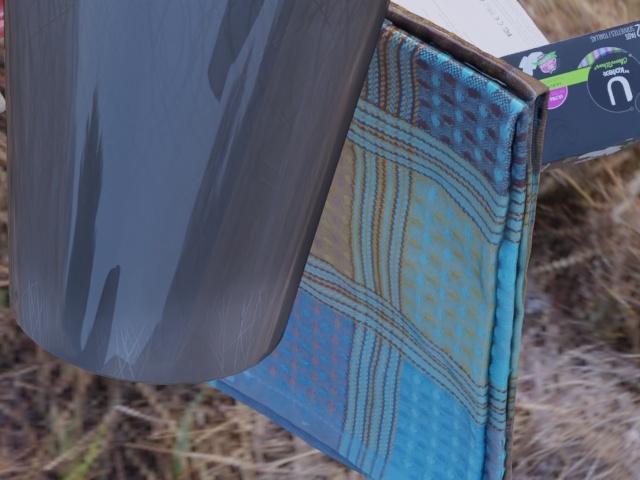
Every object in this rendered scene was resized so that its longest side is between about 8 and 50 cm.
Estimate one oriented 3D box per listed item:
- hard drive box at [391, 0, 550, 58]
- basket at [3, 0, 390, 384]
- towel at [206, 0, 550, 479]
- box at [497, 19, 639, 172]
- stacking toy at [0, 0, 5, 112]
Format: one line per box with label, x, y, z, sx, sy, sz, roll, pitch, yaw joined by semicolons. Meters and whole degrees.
hard drive box;0.037;-0.146;1.395;0.181;0.232;0.089;53;139;5
basket;-0.062;-0.067;0.799;0.204;0.154;0.227;37;128;38
towel;0.000;0.000;1.038;0.271;0.370;0.040;31;55;26
box;0.136;-0.074;0.987;0.083;0.052;0.062;-16;85;-5
stacking toy;-0.191;-0.209;1.288;0.309;0.279;0.130;-25;77;-33
